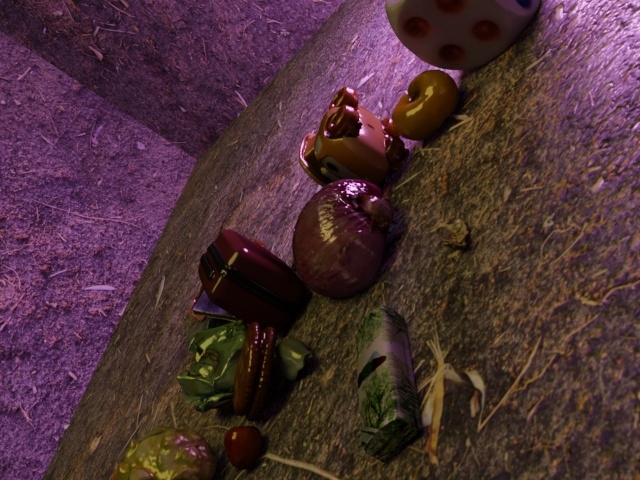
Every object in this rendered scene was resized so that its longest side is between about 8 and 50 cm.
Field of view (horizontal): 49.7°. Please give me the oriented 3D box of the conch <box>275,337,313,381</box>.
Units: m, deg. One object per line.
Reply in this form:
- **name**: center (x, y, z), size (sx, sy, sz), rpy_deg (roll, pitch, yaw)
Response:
- **conch**: center (-0.069, 0.256, 1.512), size (0.088, 0.065, 0.180), rpy_deg (-61, 24, -14)

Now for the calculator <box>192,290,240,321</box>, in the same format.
- **calculator**: center (-0.244, 0.124, 1.983), size (0.161, 0.021, 0.261), rpy_deg (6, 43, 23)

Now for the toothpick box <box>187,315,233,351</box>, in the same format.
- **toothpick box**: center (-0.309, 0.271, 1.979), size (0.153, 0.101, 0.101), rpy_deg (-29, 34, 53)

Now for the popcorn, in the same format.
- **popcorn**: center (-0.350, 0.530, 1.565), size (0.256, 0.195, 0.254), rpy_deg (-27, 36, 20)

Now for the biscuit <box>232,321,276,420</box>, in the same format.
- **biscuit**: center (-0.151, 0.293, 1.552), size (0.220, 0.066, 0.220), rpy_deg (-167, 90, -81)

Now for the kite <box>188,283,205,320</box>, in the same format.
- **kite**: center (-0.363, 0.137, 2.425), size (0.327, 0.013, 0.377), rpy_deg (-41, 23, 35)

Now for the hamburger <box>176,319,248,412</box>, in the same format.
- **hamburger**: center (-0.263, 0.303, 1.761), size (0.260, 0.150, 0.276), rpy_deg (-58, 20, -8)

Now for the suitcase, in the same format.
- **suitcase**: center (-0.181, 0.099, 1.754), size (0.161, 0.236, 0.297), rpy_deg (-56, 20, 2)

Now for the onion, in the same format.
- **onion**: center (0.003, 0.008, 1.548), size (0.349, 0.159, 0.267), rpy_deg (-43, 33, 43)

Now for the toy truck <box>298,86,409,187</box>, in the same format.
- **toy truck**: center (0.079, -0.238, 1.718), size (0.211, 0.204, 0.288), rpy_deg (-49, 22, 28)

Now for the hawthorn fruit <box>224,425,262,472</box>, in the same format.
- **hawthorn fruit**: center (-0.161, 0.437, 1.448), size (0.081, 0.081, 0.093), rpy_deg (-27, 64, 53)

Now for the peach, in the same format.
- **peach**: center (0.242, -0.316, 1.612), size (0.179, 0.103, 0.179), rpy_deg (-48, 19, 22)

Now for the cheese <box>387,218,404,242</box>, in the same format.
- **cheese**: center (0.140, -0.028, 1.521), size (0.067, 0.026, 0.121), rpy_deg (-59, 20, -4)

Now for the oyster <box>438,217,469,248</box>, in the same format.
- **oyster**: center (0.244, -0.005, 1.247), size (0.051, 0.034, 0.093), rpy_deg (-25, 22, 28)

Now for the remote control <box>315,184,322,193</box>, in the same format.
- **remote control**: center (0.038, -0.169, 1.923), size (0.104, 0.052, 0.247), rpy_deg (-30, 32, 48)

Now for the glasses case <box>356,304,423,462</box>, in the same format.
- **glasses case**: center (0.105, 0.230, 1.163), size (0.095, 0.062, 0.272), rpy_deg (-47, 22, 24)

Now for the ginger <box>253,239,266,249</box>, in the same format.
- **ginger**: center (-0.213, 0.055, 2.124), size (0.103, 0.073, 0.162), rpy_deg (-37, 27, 40)

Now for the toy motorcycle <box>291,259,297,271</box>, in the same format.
- **toy motorcycle**: center (0.000, 0.000, 1.747), size (0.193, 0.061, 0.124), rpy_deg (-41, 15, 22)

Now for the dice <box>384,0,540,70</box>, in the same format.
- **dice**: center (0.324, -0.554, 1.568), size (0.251, 0.259, 0.243), rpy_deg (-27, 37, 51)
